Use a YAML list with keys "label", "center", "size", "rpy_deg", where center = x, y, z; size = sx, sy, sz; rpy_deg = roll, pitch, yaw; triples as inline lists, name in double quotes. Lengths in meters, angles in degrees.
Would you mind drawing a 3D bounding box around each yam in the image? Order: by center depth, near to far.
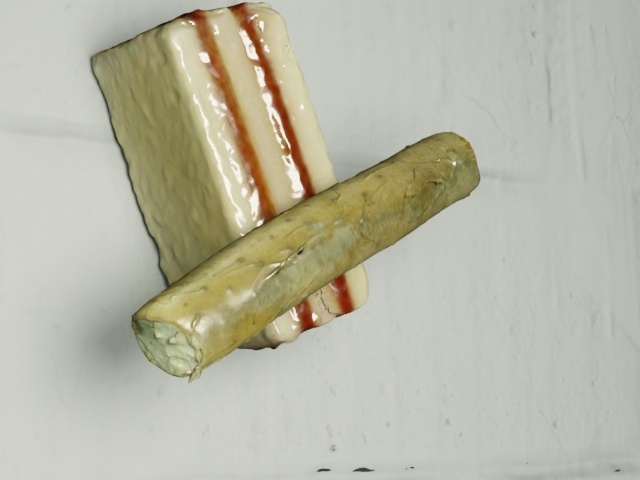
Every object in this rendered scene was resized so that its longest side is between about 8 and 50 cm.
- label: "yam"
  center: [0.000, 0.000, 1.087]
  size: [0.371, 0.083, 0.083]
  rpy_deg: [-33, 101, -32]

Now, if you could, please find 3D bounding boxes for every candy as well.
- label: "candy"
  center: [-0.086, -0.061, 1.189]
  size: [0.135, 0.179, 0.320]
  rpy_deg: [-22, 94, -33]
